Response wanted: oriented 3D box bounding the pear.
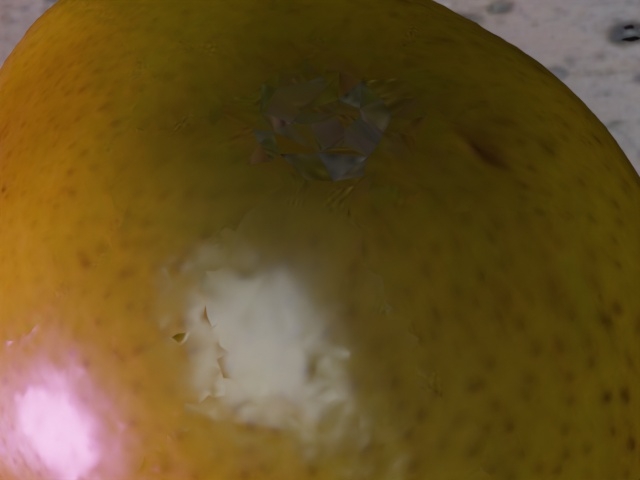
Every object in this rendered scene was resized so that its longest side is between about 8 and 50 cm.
[{"bbox_3d":[0.000,0.000,0.733,0.340,0.191,0.386,-31,63,-27],"label":"pear"}]
